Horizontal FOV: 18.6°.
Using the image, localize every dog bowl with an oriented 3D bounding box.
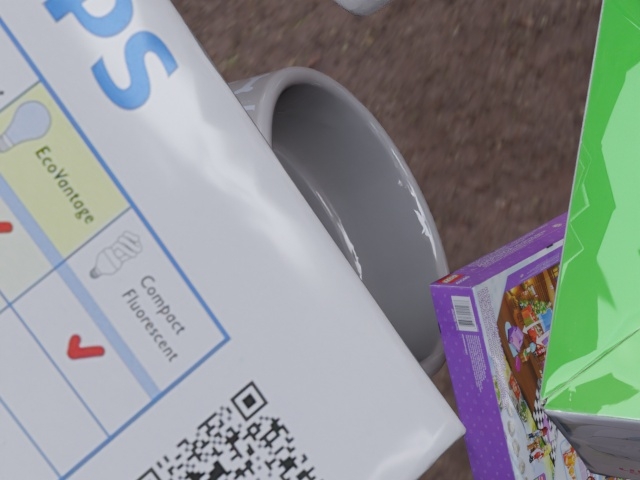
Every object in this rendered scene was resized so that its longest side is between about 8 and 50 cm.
[{"bbox_3d":[0.000,0.000,1.759,0.102,0.349,0.349,-26,104,25],"label":"dog bowl"}]

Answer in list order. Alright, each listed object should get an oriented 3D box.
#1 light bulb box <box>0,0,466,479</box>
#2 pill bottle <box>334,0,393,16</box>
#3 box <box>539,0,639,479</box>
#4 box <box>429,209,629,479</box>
[{"bbox_3d":[-0.209,0.043,0.713,0.361,0.225,0.358,-41,109,-19],"label":"light bulb box"},{"bbox_3d":[0.084,-0.261,1.295,0.229,0.131,0.131,-33,102,16],"label":"pill bottle"},{"bbox_3d":[0.218,0.003,1.154,0.127,0.231,0.262,6,75,17],"label":"box"},{"bbox_3d":[0.211,0.141,1.762,0.057,0.201,0.293,3,111,47],"label":"box"}]
